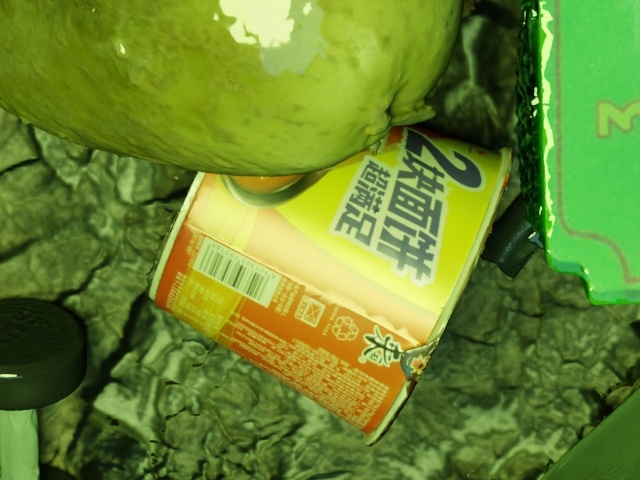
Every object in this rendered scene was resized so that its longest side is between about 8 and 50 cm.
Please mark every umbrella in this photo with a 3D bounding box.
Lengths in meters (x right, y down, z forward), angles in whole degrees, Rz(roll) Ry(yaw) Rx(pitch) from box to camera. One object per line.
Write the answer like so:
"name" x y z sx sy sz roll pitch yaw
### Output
"umbrella" 0.155 -0.030 1.015 0.036 0.031 0.133 24 119 -24

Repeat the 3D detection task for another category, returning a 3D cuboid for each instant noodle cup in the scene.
"instant noodle cup" 0.000 0.000 0.953 0.174 0.213 0.213 25 119 -1

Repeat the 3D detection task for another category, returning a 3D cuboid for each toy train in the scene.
"toy train" 0.213 -0.072 0.913 0.188 0.132 0.243 -3 102 6

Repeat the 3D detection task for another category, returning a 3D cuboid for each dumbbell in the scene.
"dumbbell" -0.220 0.145 1.103 0.100 0.100 0.191 5 119 1

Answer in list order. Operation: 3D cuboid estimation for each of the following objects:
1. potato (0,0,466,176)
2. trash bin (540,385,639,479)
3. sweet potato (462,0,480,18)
"potato" -0.081 -0.171 0.798 0.359 0.219 0.270 20 124 41
"trash bin" 0.343 0.248 1.092 0.343 0.158 0.223 37 115 -10
"sweet potato" 0.049 -0.268 0.841 0.131 0.131 0.337 -3 136 6
